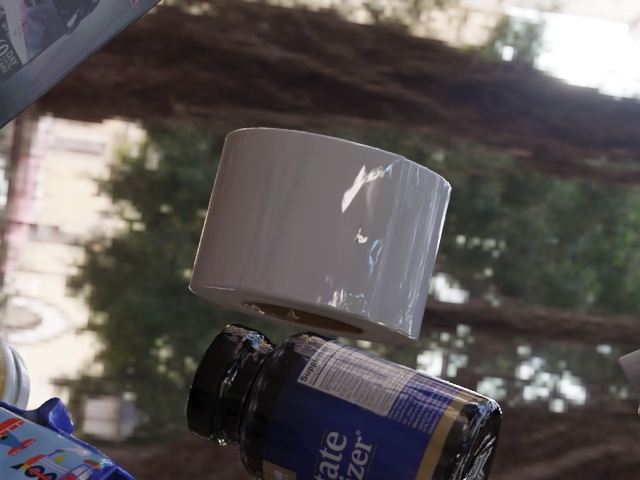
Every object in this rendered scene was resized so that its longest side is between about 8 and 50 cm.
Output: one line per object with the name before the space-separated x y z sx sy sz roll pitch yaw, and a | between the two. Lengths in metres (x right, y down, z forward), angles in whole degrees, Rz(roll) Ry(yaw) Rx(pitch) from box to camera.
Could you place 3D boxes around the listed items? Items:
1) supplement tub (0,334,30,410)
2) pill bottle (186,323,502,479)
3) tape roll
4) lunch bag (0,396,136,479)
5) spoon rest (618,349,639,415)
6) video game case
supplement tub | -0.399 0.133 1.680 0.199 0.144 0.144 37 50 -57
pill bottle | 0.016 0.142 1.262 0.123 0.219 0.123 -54 155 -41
tape roll | 0.000 0.000 1.736 0.246 0.246 0.169 156 -51 -76
lunch bag | -0.269 0.215 1.118 0.221 0.293 0.138 13 -43 45
spoon rest | 0.352 0.154 1.623 0.137 0.084 0.276 57 8 -9
video game case | -0.215 -0.213 1.349 0.026 0.274 0.196 43 -15 28
